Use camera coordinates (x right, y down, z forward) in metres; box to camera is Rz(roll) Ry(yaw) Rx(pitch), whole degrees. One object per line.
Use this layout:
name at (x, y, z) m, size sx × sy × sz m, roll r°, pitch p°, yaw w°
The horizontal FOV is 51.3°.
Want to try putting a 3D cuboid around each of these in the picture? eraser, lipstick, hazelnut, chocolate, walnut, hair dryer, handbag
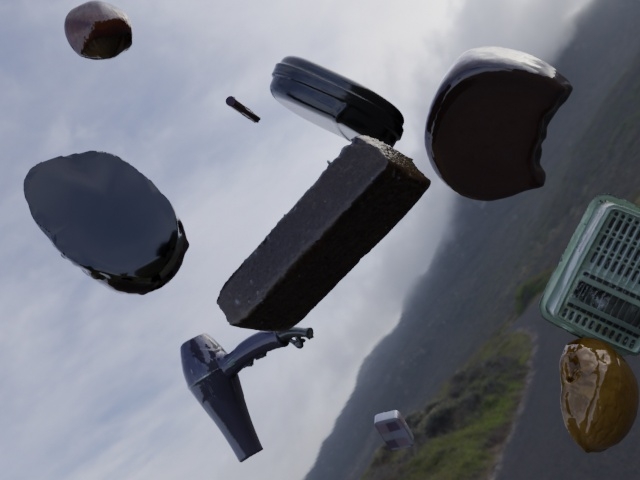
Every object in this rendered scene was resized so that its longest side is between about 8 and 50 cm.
eraser at (0.174, 0.448, 1.571) m, size 0.065 × 0.105 × 0.026 m, roll -19°, pitch 29°, yaw 18°
lipstick at (-0.191, -0.325, 1.676) m, size 0.027 × 0.027 × 0.176 m, roll -49°, pitch -16°, yaw 7°
hazelnut at (-0.293, -0.279, 0.886) m, size 0.086 × 0.086 × 0.086 m, roll -42°, pitch -17°, yaw -16°
chocolate at (-0.427, -0.020, 1.374) m, size 0.225 × 0.340 × 0.210 m, roll -50°, pitch -9°, yaw -21°
walnut at (0.510, 0.270, 1.186) m, size 0.087 × 0.167 × 0.211 m, roll -32°, pitch 37°, yaw 52°
hair dryer at (-0.143, 0.296, 1.483) m, size 0.361 × 0.301 × 0.121 m, roll -38°, pitch -15°, yaw 29°
handbag at (0.034, -0.281, 1.408) m, size 0.093 × 0.308 × 0.254 m, roll -62°, pitch -15°, yaw 1°

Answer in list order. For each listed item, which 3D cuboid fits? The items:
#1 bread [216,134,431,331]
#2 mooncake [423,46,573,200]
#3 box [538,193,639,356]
bread at (0.000, 0.000, 1.193) m, size 0.416 × 0.113 × 0.165 m, roll -47°, pitch -36°, yaw 17°
mooncake at (0.386, -0.261, 1.455) m, size 0.334 × 0.326 × 0.174 m, roll -18°, pitch 20°, yaw 28°
box at (0.591, 0.072, 1.331) m, size 0.290 × 0.221 × 0.166 m, roll -65°, pitch -12°, yaw 9°
